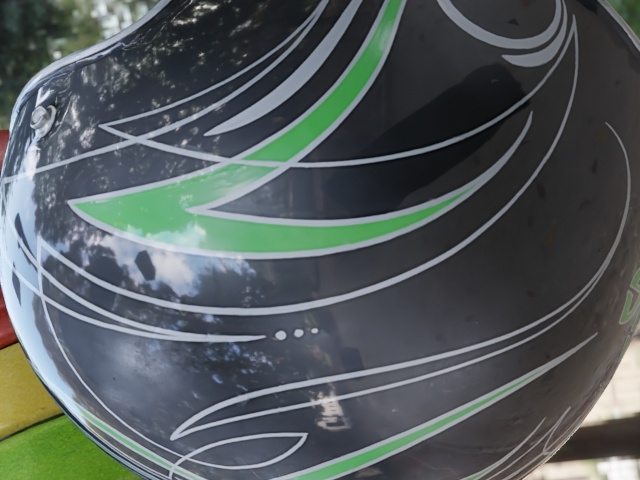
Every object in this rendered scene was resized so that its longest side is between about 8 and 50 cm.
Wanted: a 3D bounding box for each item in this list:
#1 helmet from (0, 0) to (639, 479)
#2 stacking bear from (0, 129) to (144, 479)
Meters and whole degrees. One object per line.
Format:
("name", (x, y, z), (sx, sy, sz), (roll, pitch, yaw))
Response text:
("helmet", (0.000, 0.000, 0.388), (0.161, 0.169, 0.169), (-45, -39, -19))
("stacking bear", (-0.102, 0.086, 0.599), (0.289, 0.175, 0.164), (66, -169, 18))
